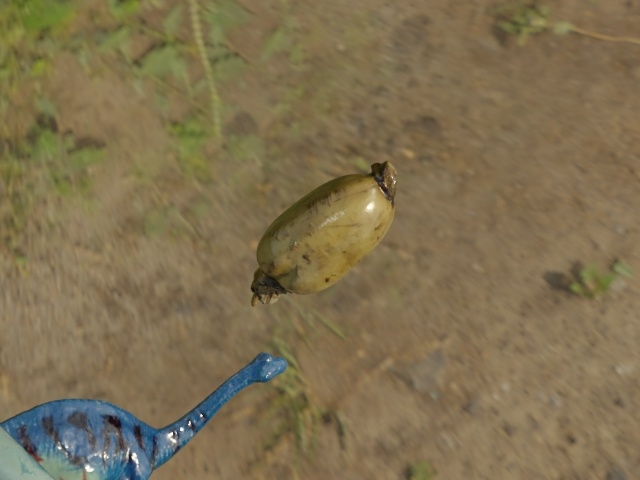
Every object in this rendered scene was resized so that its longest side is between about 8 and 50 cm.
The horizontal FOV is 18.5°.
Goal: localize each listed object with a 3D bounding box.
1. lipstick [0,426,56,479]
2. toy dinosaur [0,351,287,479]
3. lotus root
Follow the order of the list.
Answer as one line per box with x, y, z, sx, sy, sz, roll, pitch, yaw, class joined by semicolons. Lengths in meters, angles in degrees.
-0.235;0.130;1.285;0.158;0.048;0.048;39;93;27;lipstick
-0.173;0.164;1.378;0.329;0.076;0.144;-6;114;-27;toy dinosaur
0.000;0.000;1.422;0.152;0.072;0.063;-41;73;21;lotus root
